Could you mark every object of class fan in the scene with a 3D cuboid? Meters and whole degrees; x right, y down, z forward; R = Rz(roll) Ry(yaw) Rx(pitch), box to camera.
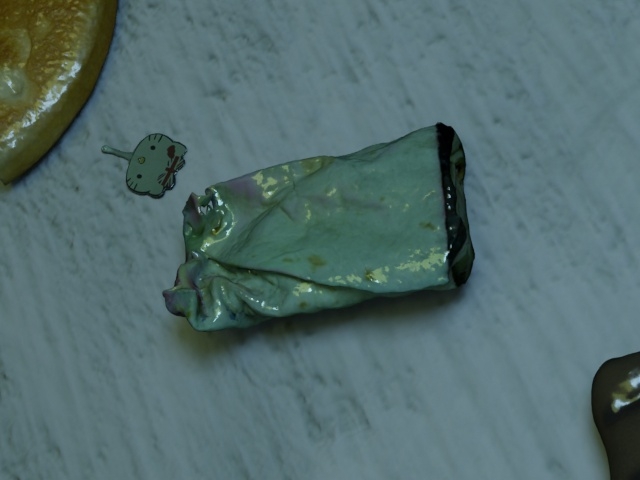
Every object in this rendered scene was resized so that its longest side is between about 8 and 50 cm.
[{"bbox_3d":[-0.151,-0.067,1.109,0.083,0.004,0.056,17,76,26],"label":"fan"}]

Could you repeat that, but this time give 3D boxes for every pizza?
[{"bbox_3d":[-0.248,-0.176,1.165,0.134,0.056,0.271,-2,69,18],"label":"pizza"}]

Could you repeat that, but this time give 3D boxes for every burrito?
[{"bbox_3d":[0.000,0.000,0.979,0.229,0.089,0.144,-13,50,15],"label":"burrito"}]

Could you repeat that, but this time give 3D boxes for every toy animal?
[{"bbox_3d":[0.214,0.170,0.829,0.186,0.094,0.214,-19,56,8],"label":"toy animal"}]
